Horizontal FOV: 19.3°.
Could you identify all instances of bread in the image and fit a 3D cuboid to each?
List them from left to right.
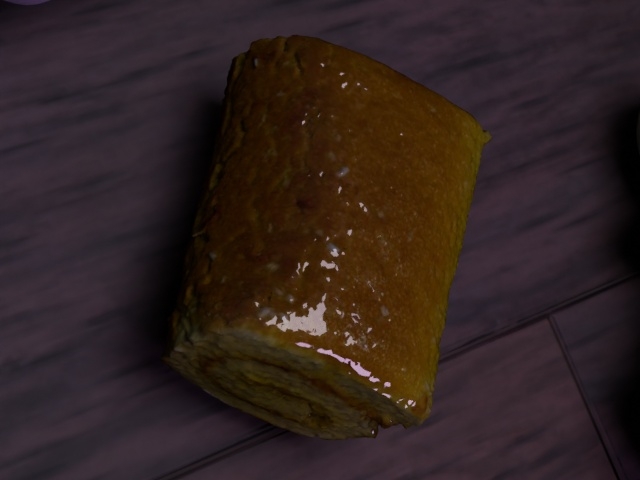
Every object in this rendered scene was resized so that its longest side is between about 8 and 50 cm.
[{"bbox_3d":[0.000,0.000,0.911,0.132,0.103,0.172,26,60,-23],"label":"bread"}]

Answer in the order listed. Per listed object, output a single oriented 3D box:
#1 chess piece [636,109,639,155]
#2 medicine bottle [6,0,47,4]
[{"bbox_3d":[0.240,0.009,1.053,0.144,0.144,0.251,9,63,-30],"label":"chess piece"},{"bbox_3d":[-0.077,-0.221,0.925,0.250,0.133,0.133,-34,93,-37],"label":"medicine bottle"}]
